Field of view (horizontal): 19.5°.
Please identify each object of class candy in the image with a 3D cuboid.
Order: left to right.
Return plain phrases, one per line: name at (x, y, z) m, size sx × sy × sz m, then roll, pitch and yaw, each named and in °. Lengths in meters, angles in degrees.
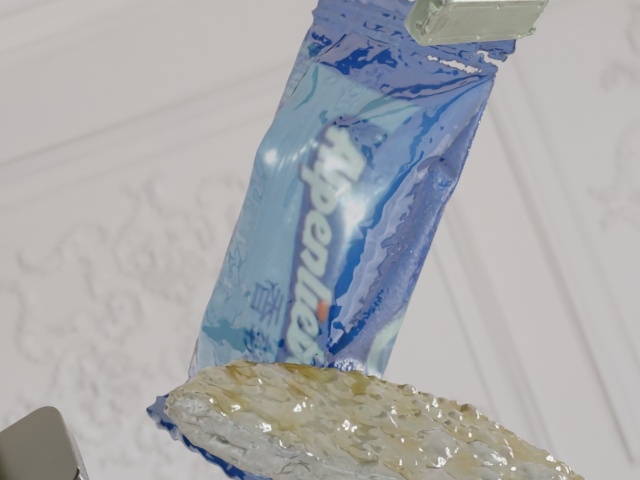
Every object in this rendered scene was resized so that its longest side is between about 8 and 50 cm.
candy at (0.000, 0.000, 1.169) m, size 0.077 × 0.331 × 0.187 m, roll 10°, pitch 12°, yaw -44°

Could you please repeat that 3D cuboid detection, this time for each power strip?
power strip at (0.071, -0.102, 0.830) m, size 0.083 × 0.017 × 0.027 m, roll -9°, pitch -36°, yaw -43°

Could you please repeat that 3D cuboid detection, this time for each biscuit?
biscuit at (0.060, 0.126, 1.020) m, size 0.141 × 0.290 × 0.038 m, roll -63°, pitch -2°, yaw -65°

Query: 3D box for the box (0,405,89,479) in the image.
box at (-0.208, 0.168, 1.197) m, size 0.126 × 0.031 × 0.091 m, roll -33°, pitch 36°, yaw -1°
